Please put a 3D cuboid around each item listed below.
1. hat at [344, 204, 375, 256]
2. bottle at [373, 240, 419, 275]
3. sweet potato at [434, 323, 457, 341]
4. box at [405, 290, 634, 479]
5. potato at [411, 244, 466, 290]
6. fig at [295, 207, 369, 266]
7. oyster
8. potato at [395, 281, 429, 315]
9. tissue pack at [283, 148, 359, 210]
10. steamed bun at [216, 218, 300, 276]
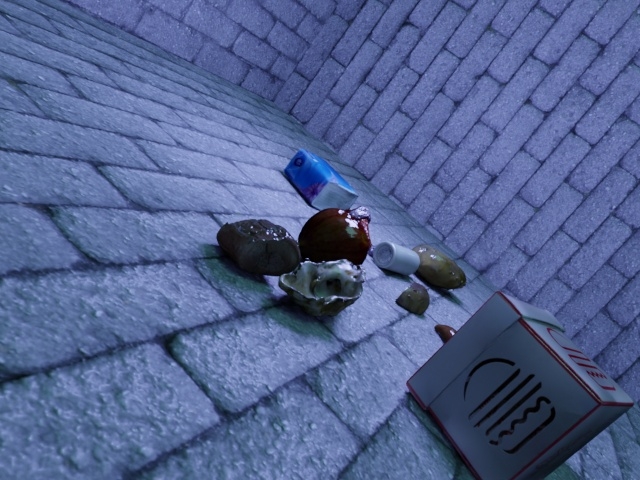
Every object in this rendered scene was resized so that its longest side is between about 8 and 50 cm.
[{"bbox_3d":[0.168,-0.026,2.098,0.227,0.129,0.140,65,4,25],"label":"hat"},{"bbox_3d":[0.308,0.076,2.059,0.245,0.104,0.104,19,23,-49],"label":"bottle"},{"bbox_3d":[0.425,0.334,1.660,0.078,0.058,0.255,16,23,-13],"label":"sweet potato"},{"bbox_3d":[0.448,0.342,1.204,0.312,0.314,0.300,20,26,-48],"label":"box"},{"bbox_3d":[0.508,0.128,2.289,0.296,0.141,0.192,30,1,-23],"label":"potato"},{"bbox_3d":[0.002,0.010,1.498,0.250,0.186,0.203,-7,51,-21],"label":"fig"},{"bbox_3d":[0.015,0.114,1.296,0.166,0.110,0.341,30,17,10],"label":"oyster"},{"bbox_3d":[0.327,0.189,1.797,0.100,0.089,0.172,45,15,16],"label":"potato"},{"bbox_3d":[0.001,-0.238,2.211,0.198,0.146,0.263,22,21,-45],"label":"tissue pack"},{"bbox_3d":[-0.141,0.007,1.232,0.175,0.106,0.145,7,23,-39],"label":"steamed bun"}]
